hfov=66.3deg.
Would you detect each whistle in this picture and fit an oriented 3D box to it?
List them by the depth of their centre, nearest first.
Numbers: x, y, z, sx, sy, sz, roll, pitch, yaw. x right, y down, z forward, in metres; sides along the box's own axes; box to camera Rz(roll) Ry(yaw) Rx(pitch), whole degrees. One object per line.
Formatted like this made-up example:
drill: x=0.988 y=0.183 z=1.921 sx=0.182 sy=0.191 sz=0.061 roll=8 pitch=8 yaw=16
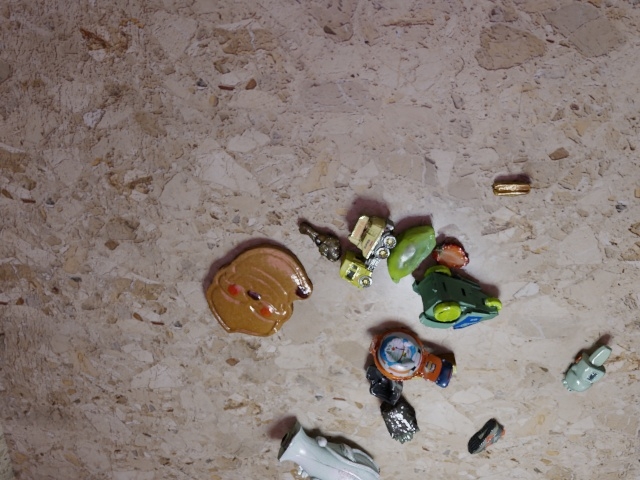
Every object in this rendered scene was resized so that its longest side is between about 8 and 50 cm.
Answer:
whistle: x=1.027 y=0.497 z=1.888 sx=0.102 sy=0.105 sz=0.253 roll=4 pitch=125 yaw=-28

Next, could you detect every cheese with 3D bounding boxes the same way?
cheese: x=0.351 y=0.462 z=1.911 sx=0.329 sy=0.216 sz=0.129 roll=23 pitch=154 yaw=10

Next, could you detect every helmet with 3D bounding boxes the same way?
helmet: x=0.275 y=0.572 z=2.007 sx=0.153 sy=0.107 sz=0.176 roll=11 pitch=118 yaw=49

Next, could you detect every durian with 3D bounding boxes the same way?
durian: x=0.322 y=0.044 z=1.782 sx=0.139 sy=0.101 sz=0.250 roll=37 pitch=104 yaw=-13

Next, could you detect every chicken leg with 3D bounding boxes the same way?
chicken leg: x=0.001 y=-0.002 z=1.833 sx=0.198 sy=0.069 sz=0.085 roll=38 pitch=136 yaw=-2

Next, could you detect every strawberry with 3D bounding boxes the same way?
strawberry: x=0.476 y=0.056 z=1.803 sx=0.152 sy=0.048 sz=0.104 roll=26 pitch=108 yaw=-22

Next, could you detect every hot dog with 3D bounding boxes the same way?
hot dog: x=0.657 y=-0.177 z=1.685 sx=0.133 sy=0.041 sz=0.056 roll=2 pitch=113 yaw=15

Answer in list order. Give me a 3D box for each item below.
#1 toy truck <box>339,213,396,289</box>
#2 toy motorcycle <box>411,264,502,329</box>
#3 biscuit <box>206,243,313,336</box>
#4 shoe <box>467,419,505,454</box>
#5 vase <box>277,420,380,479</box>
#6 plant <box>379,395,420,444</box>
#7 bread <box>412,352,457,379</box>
toy truck: x=0.161 y=0.032 z=1.788 sx=0.157 sy=0.124 sz=0.272 roll=26 pitch=113 yaw=-4
toy motorcycle: x=0.499 y=0.245 z=1.814 sx=0.327 sy=0.191 sz=0.200 roll=19 pitch=133 yaw=-23
biscuit: x=-0.258 y=0.208 z=1.954 sx=0.350 sy=0.078 sz=0.455 roll=38 pitch=113 yaw=-5
shoe: x=0.712 y=0.858 z=2.101 sx=0.077 sy=0.074 sz=0.194 roll=27 pitch=112 yaw=-10
vase: x=0.029 y=0.986 z=2.163 sx=0.445 sy=0.250 sz=0.250 roll=31 pitch=113 yaw=-1
plant: x=0.342 y=0.762 z=2.074 sx=0.132 sy=0.129 sz=0.194 roll=-26 pitch=104 yaw=17
bread: x=0.435 y=0.512 z=1.979 sx=0.226 sy=0.088 sz=0.049 roll=-12 pitch=113 yaw=13
